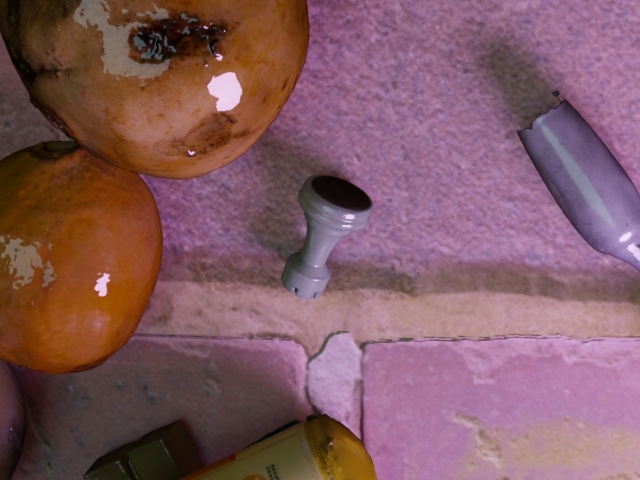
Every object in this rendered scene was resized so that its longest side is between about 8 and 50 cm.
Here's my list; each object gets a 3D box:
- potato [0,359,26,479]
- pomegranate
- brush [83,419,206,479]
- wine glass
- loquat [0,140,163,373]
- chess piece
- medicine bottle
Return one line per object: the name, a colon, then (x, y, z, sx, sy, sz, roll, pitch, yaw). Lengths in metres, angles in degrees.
potato: (-0.373, 0.170, 1.283, 0.178, 0.160, 0.235, 25, 131, 51)
pomegranate: (-0.135, -0.176, 1.086, 0.260, 0.260, 0.261, 4, 103, 17)
brush: (-0.128, 0.299, 1.289, 0.103, 0.047, 0.233, -26, 98, 22)
wine glass: (0.251, -0.005, 1.085, 0.074, 0.074, 0.262, -36, 88, 22)
loquat: (-0.233, 0.020, 1.187, 0.187, 0.176, 0.234, -2, 118, -24)
chess piece: (0.000, 0.000, 1.171, 0.067, 0.067, 0.103, 28, 117, 11)
medicine bottle: (-0.062, 0.248, 1.188, 0.238, 0.124, 0.124, -26, 93, 1)
